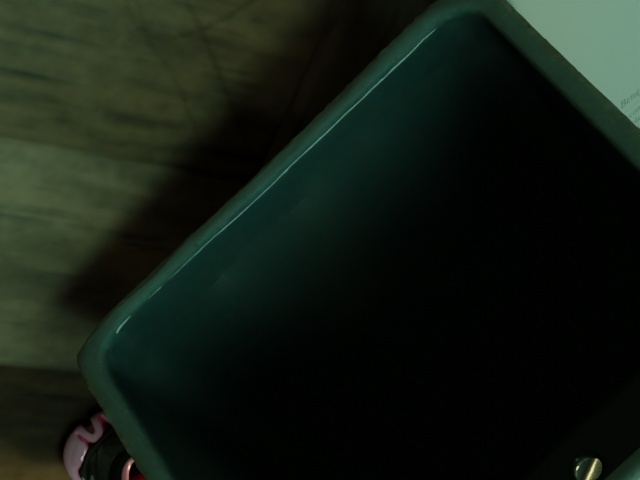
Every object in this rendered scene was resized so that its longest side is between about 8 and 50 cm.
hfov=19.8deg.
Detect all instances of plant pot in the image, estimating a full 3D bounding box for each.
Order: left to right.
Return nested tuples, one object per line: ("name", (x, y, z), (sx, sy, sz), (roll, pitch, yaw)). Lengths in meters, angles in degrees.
("plant pot", (0.096, 0.091, 0.815), (0.248, 0.247, 0.252), (-44, 137, 6))

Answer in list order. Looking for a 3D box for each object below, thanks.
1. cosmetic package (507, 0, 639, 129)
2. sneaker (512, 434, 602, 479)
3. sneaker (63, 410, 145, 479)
("cosmetic package", (0.129, -0.117, 0.895), (0.117, 0.085, 0.231), (-39, 134, -10))
("sneaker", (0.283, 0.054, 1.049), (0.483, 0.202, 0.185), (-28, 132, -20))
("sneaker", (-0.068, 0.087, 0.897), (0.119, 0.057, 0.047), (-45, 134, -5))
